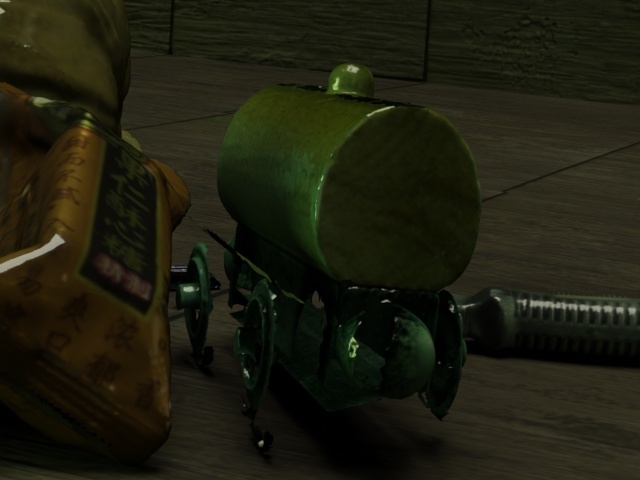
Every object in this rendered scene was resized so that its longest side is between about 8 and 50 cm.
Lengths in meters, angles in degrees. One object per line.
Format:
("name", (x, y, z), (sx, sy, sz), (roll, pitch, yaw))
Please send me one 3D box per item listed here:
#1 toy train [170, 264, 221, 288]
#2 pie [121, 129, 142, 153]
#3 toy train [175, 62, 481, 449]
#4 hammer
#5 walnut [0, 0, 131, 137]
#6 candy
("toy train", (-0.111, 0.026, 1.212), (0.083, 0.017, 0.017), (0, 13, -23))
("pie", (-0.334, -0.096, 1.606), (0.337, 0.075, 0.337), (7, 11, -1))
("toy train", (-0.008, -0.002, 0.942), (0.126, 0.189, 0.307), (-6, 9, -13))
("hammer", (0.153, 0.053, 1.103), (0.226, 0.041, 0.159), (4, 11, -1))
("walnut", (-0.266, -0.090, 1.156), (0.277, 0.282, 0.253), (-4, -27, -4))
("candy", (-0.134, -0.001, 0.914), (0.143, 0.101, 0.271), (36, 24, -20))
